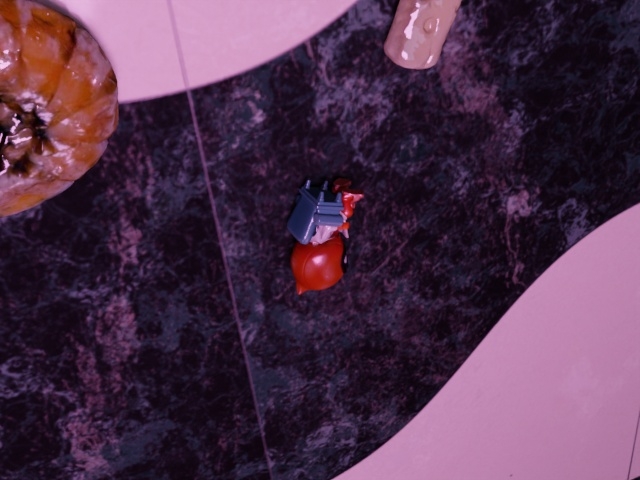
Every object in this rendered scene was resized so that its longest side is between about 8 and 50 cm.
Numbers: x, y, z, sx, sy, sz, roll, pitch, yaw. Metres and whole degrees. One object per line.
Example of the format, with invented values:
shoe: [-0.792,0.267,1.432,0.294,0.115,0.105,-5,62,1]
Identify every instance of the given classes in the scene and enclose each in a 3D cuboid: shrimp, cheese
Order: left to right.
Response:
shrimp: [-0.355,-0.103,0.697,0.365,0.071,0.233,-7,129,-28]
cheese: [0.121,-0.268,0.830,0.065,0.043,0.193,2,118,-32]

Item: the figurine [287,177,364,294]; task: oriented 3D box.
figurine: [0.000,0.000,0.929,0.075,0.068,0.140,-4,120,-27]
